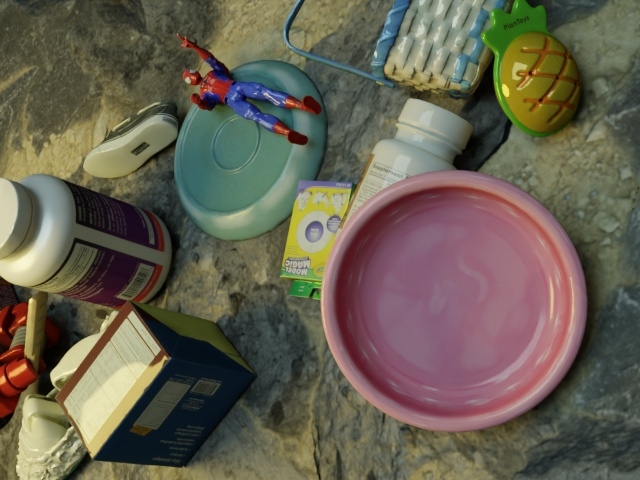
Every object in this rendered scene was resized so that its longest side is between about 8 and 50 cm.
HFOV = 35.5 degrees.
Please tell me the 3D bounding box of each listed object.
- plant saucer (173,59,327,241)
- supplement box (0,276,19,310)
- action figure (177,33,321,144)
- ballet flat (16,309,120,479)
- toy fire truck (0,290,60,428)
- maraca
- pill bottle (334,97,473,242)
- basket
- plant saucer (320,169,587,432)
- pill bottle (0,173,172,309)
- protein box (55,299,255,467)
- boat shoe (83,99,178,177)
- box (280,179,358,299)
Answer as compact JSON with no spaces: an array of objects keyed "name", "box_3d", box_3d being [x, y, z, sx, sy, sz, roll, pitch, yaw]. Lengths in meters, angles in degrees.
[{"name":"plant saucer","box_3d":[-0.131,-0.157,1.656,0.318,0.044,0.317,-10,71,32]},{"name":"supplement box","box_3d":[-0.653,0.099,1.907,0.081,0.104,0.188,-44,56,18]},{"name":"action figure","box_3d":[-0.145,-0.241,1.583,0.280,0.139,0.091,25,91,39]},{"name":"ballet flat","box_3d":[-0.416,0.260,1.677,0.409,0.147,0.147,-48,55,14]},{"name":"toy fire truck","box_3d":[-0.514,0.173,1.716,0.246,0.158,0.217,-30,28,19]},{"name":"maraca","box_3d":[0.280,-0.228,1.325,0.099,0.127,0.185,-1,115,65]},{"name":"pill bottle","box_3d":[0.121,-0.074,1.399,0.131,0.131,0.229,25,91,37]},{"name":"basket","box_3d":[0.119,-0.331,1.408,0.289,0.201,0.254,27,94,4]},{"name":"plant saucer","box_3d":[0.169,0.076,1.283,0.332,0.084,0.332,0,93,9]},{"name":"pill bottle","box_3d":[-0.407,0.000,1.626,0.182,0.323,0.181,-11,70,32]},{"name":"protein box","box_3d":[-0.251,0.225,1.529,0.201,0.200,0.136,-52,54,12]},{"name":"boat shoe","box_3d":[-0.336,-0.181,1.790,0.219,0.078,0.070,-24,49,28]},{"name":"box","box_3d":[0.000,0.000,1.518,0.105,0.043,0.179,4,81,35]}]
